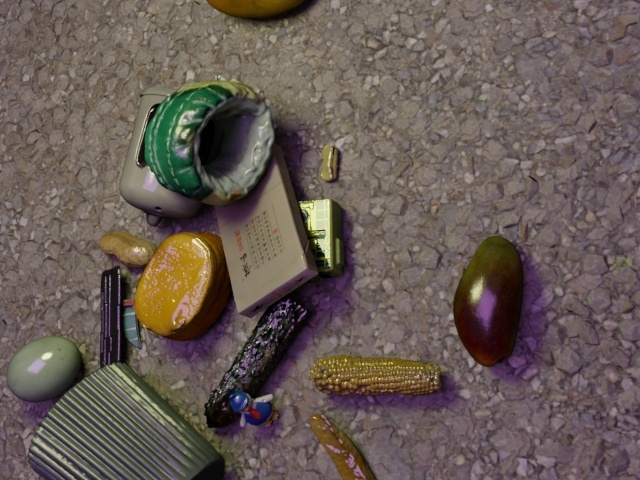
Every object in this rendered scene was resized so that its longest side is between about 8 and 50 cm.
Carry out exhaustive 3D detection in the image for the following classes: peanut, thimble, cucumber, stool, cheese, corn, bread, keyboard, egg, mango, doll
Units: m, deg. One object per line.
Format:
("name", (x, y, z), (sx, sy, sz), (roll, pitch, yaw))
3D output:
("peanut", (-0.486, 0.023, 1.791), (0.174, 0.080, 0.080), (18, 87, 27))
("thimble", (-0.234, -0.221, 1.563), (0.167, 0.254, 0.288), (14, 69, 44))
("cucumber", (-0.156, 0.277, 1.603), (0.096, 0.096, 0.359), (36, 93, 23))
("stool", (-0.411, 0.482, 1.566), (0.330, 0.297, 0.297), (34, 93, 19))
("cheese", (0.019, -0.178, 1.658), (0.044, 0.030, 0.083), (0, 84, 42))
("corn", (0.114, 0.287, 1.503), (0.288, 0.086, 0.087), (-1, 79, 19))
("bread", (-0.314, 0.104, 1.670), (0.195, 0.142, 0.270), (27, 92, 21))
("keyboard", (-0.520, 0.198, 1.778), (0.106, 0.016, 0.262), (-16, 72, 46))
("egg", (-0.682, 0.316, 1.768), (0.192, 0.149, 0.149), (-31, 71, 7))
("mango", (-0.153, -0.647, 1.743), (0.317, 0.173, 0.211), (5, 75, 10))
("mango", (0.336, 0.117, 1.436), (0.133, 0.111, 0.268), (2, 75, 33))
("doll", (-0.150, 0.365, 1.563), (0.099, 0.143, 0.058), (-43, 40, 4))

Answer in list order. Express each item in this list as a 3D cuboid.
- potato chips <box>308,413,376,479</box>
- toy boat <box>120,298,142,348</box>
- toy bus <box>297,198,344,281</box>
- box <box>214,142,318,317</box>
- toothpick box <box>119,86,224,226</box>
("potato chips", (0.094, 0.536, 1.468), (0.057, 0.080, 0.407), (-37, 70, 29))
("toy boat", (-0.473, 0.208, 1.772), (0.096, 0.034, 0.122), (-11, 80, 32))
("toy bus", (0.000, 0.000, 1.599), (0.101, 0.088, 0.175), (-6, 77, 18))
("box", (-0.135, -0.031, 1.606), (0.204, 0.051, 0.365), (-34, 53, 24))
("toothpick box", (-0.363, -0.186, 1.721), (0.229, 0.229, 0.316), (13, 87, 23))
